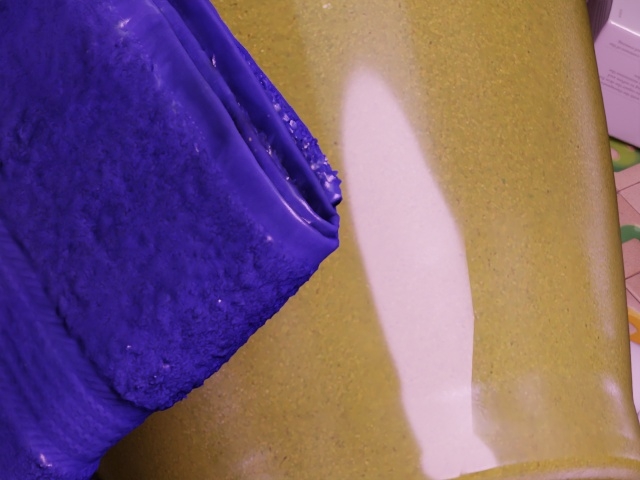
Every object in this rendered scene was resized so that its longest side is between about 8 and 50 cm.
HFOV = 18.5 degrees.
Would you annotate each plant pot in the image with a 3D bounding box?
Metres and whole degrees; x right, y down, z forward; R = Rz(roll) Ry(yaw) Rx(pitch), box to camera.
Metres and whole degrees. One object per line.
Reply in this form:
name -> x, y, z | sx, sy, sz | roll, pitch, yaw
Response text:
plant pot -> 0.000, 0.000, 0.974 | 0.366, 0.366, 0.353 | -3, 64, -31

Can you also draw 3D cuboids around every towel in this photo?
towel -> -0.143, 0.014, 0.843 | 0.076, 0.308, 0.228 | 12, 39, -57

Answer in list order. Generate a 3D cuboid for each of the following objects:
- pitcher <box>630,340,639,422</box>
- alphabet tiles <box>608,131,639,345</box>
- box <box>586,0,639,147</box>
pitcher -> 0.180, 0.141, 1.034 | 0.125, 0.178, 0.207 | -18, 60, -19
alphabet tiles -> 0.171, -0.049, 1.264 | 0.342, 0.011, 0.285 | -22, 61, -38
box -> 0.220, -0.122, 1.284 | 0.101, 0.087, 0.102 | 22, 42, -4
